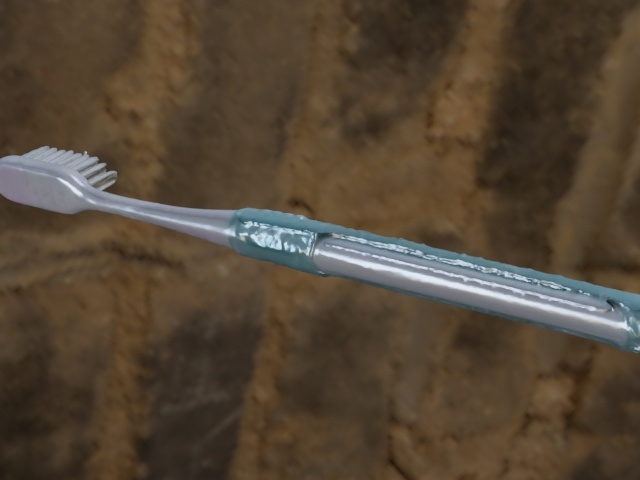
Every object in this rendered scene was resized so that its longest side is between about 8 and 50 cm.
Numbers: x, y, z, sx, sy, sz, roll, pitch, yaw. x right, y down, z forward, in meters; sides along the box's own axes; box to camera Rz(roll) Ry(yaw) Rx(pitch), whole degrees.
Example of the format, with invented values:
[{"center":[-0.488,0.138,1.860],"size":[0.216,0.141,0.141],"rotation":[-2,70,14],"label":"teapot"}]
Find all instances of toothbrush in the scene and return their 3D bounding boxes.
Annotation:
[{"center":[0.000,0.000,0.378],"size":[0.014,0.167,0.011],"rotation":[-36,-51,-45],"label":"toothbrush"}]
